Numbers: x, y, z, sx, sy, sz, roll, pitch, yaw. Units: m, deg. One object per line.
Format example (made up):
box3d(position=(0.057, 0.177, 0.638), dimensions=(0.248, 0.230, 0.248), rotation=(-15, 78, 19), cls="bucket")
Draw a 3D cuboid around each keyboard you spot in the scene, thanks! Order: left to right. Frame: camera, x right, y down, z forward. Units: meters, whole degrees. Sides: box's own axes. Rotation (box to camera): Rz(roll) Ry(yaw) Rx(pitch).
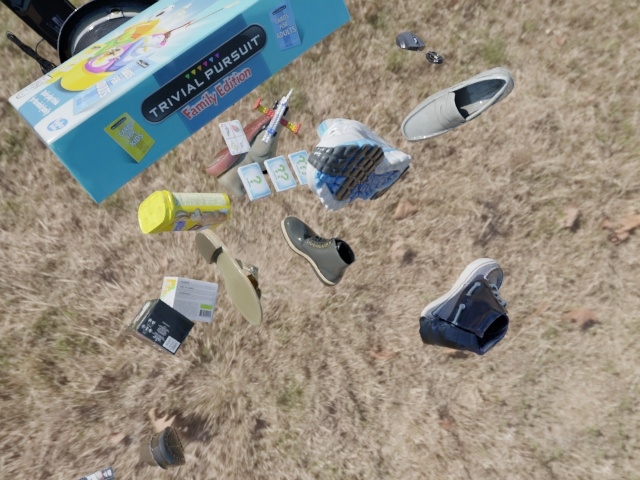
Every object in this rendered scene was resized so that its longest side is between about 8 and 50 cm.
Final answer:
box3d(position=(-0.732, -0.562, 1.578), dimensions=(0.201, 0.317, 0.033), rotation=(-38, 57, 3), cls="keyboard")

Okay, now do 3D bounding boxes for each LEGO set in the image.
box3d(position=(-0.114, -0.226, 1.276), dimensions=(0.182, 0.060, 0.244), rotation=(-20, 83, -31), cls="LEGO set")

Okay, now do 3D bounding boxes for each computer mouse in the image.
box3d(position=(0.289, -0.561, 1.693), dimensions=(0.071, 0.041, 0.242), rotation=(-5, 34, -24), cls="computer mouse")

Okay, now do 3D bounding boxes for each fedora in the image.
box3d(position=(-0.474, -0.446, 1.471), dimensions=(0.333, 0.334, 0.153), rotation=(-18, 54, -13), cls="fedora")

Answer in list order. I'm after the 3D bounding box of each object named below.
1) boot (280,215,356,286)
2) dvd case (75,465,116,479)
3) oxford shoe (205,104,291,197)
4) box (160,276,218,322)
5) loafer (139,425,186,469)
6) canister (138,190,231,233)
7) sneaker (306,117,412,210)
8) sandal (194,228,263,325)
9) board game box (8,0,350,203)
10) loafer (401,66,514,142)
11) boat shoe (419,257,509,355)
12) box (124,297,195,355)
box3d(position=(0.000, 0.000, 1.338), dimensions=(0.198, 0.137, 0.077), rotation=(46, 60, 4), cls="boot")
box3d(position=(-0.253, 0.253, 0.554), dimensions=(0.119, 0.087, 0.013), rotation=(-18, 63, -26), cls="dvd case")
box3d(position=(-0.169, -0.244, 1.585), dimensions=(0.130, 0.123, 0.348), rotation=(52, 51, -19), cls="oxford shoe")
box3d(position=(-0.362, 0.157, 1.584), dimensions=(0.114, 0.203, 0.103), rotation=(12, 82, -23), cls="box")
box3d(position=(-0.314, 0.418, 1.153), dimensions=(0.078, 0.220, 0.080), rotation=(-24, 79, -16), cls="loafer")
box3d(position=(-0.303, -0.063, 1.319), dimensions=(0.169, 0.126, 0.074), rotation=(-3, 74, -42), cls="canister")
box3d(position=(0.019, -0.080, 0.545), dimensions=(0.083, 0.190, 0.071), rotation=(45, 107, 12), cls="sneaker")
box3d(position=(-0.170, 0.064, 1.259), dimensions=(0.079, 0.088, 0.240), rotation=(-27, 74, -43), cls="sandal")
box3d(position=(-0.172, -0.207, 0.673), dimensions=(0.336, 0.253, 0.079), rotation=(-41, 128, -15), cls="board game box")
box3d(position=(0.350, -0.353, 1.538), dimensions=(0.319, 0.111, 0.112), rotation=(-29, 96, 26), cls="loafer")
box3d(position=(0.381, 0.153, 1.353), dimensions=(0.340, 0.158, 0.127), rotation=(-34, 123, -39), cls="boat shoe")
box3d(position=(-0.218, 0.117, 0.792), dimensions=(0.062, 0.083, 0.052), rotation=(40, 67, -19), cls="box")
